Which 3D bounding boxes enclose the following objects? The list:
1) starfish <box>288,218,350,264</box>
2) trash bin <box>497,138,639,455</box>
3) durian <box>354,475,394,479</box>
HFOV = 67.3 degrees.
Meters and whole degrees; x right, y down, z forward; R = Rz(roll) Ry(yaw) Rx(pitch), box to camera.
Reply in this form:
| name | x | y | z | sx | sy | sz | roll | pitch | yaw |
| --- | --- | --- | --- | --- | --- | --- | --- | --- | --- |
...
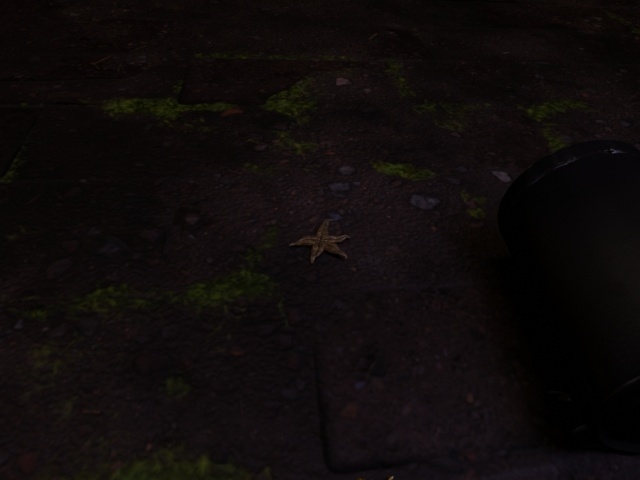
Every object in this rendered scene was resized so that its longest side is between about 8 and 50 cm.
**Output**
| name | x | y | z | sx | sy | sz | roll | pitch | yaw |
| --- | --- | --- | --- | --- | --- | --- | --- | --- | --- |
| starfish | 0.000 | 0.000 | 0.700 | 0.086 | 0.016 | 0.092 | 11 | 48 | 4 |
| trash bin | 0.344 | 0.052 | 0.540 | 0.252 | 0.203 | 0.302 | -28 | 38 | 24 |
| durian | 0.031 | 0.269 | 0.262 | 0.292 | 0.258 | 0.258 | -29 | 52 | -18 |
